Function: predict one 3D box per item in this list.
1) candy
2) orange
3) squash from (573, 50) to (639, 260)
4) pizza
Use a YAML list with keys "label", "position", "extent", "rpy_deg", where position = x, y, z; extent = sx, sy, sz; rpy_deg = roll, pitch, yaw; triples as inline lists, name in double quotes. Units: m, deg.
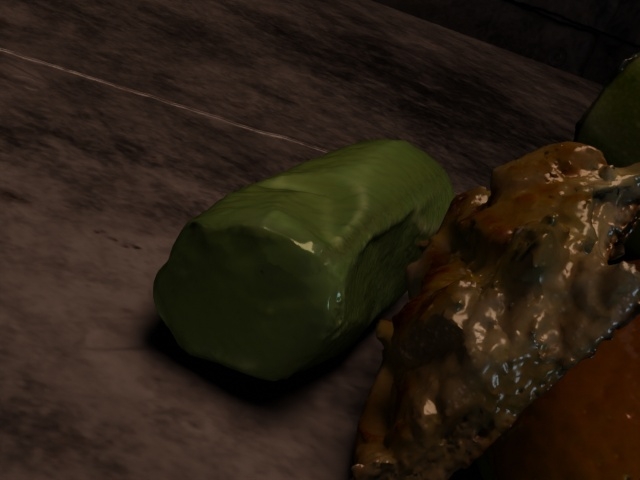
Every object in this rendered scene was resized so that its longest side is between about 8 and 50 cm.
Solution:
- label: "candy"
  position: [0.000, 0.000, 0.884]
  extent: [0.142, 0.132, 0.343]
  rpy_deg: [41, 22, 6]
- label: "orange"
  position: [0.258, 0.128, 0.821]
  extent: [0.262, 0.196, 0.335]
  rpy_deg: [50, 22, 26]
- label: "squash"
  position: [0.497, -0.057, 1.375]
  extent: [0.310, 0.310, 0.309]
  rpy_deg: [11, 25, -33]
- label: "pizza"
  position: [0.108, 0.029, 0.757]
  extent: [0.089, 0.223, 0.323]
  rpy_deg: [42, 36, -8]
